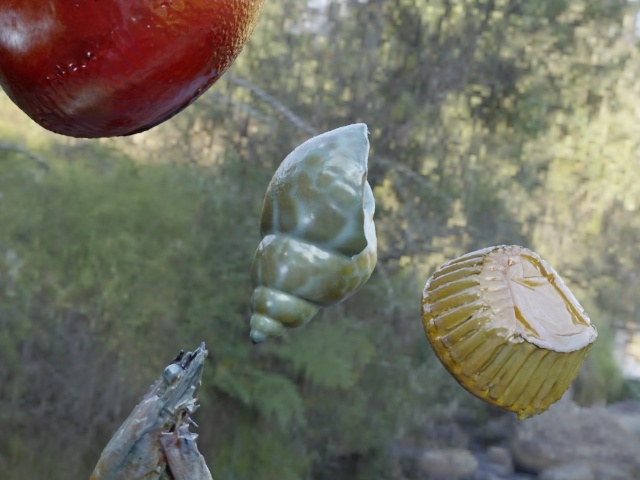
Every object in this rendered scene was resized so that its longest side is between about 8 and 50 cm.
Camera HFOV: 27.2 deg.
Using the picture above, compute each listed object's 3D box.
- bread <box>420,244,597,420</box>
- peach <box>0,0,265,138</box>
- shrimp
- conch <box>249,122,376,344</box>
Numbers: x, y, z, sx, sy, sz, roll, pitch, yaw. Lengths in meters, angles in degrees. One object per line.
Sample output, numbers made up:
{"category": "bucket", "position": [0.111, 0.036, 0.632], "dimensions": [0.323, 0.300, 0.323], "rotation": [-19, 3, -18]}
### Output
{"category": "bread", "position": [0.242, 0.107, 1.724], "dimensions": [0.240, 0.139, 0.240], "rotation": [17, 43, -16]}
{"category": "peach", "position": [-0.142, -0.181, 1.039], "dimensions": [0.267, 0.154, 0.159], "rotation": [-25, -16, 17]}
{"category": "shrimp", "position": [-0.181, 0.271, 1.576], "dimensions": [0.164, 0.317, 0.062], "rotation": [28, 19, 5]}
{"category": "conch", "position": [-0.002, -0.014, 1.079], "dimensions": [0.106, 0.173, 0.116], "rotation": [3, 29, -15]}
